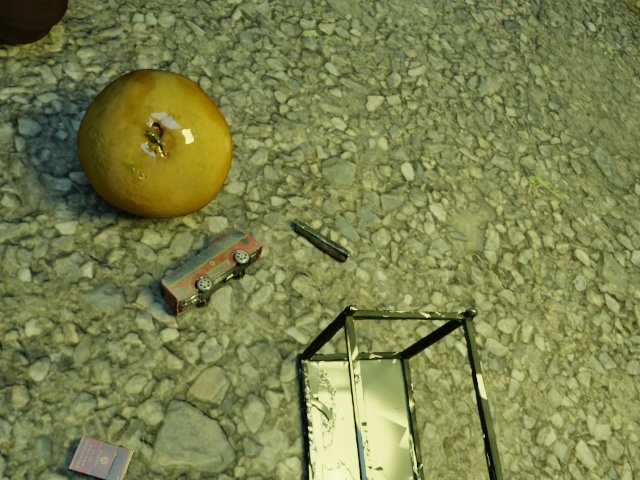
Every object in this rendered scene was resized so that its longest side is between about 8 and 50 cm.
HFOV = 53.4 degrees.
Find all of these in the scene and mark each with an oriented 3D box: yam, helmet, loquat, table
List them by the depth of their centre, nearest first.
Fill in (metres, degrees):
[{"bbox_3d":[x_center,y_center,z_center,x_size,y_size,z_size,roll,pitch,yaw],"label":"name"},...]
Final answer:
[{"bbox_3d":[0.114,0.300,0.991,0.222,0.272,0.334,4,63,-19],"label":"table"},{"bbox_3d":[-0.285,-0.163,1.114,0.263,0.263,0.263,9,61,-16],"label":"loquat"},{"bbox_3d":[-0.612,-0.488,1.189,0.305,0.177,0.225,30,52,5],"label":"helmet"},{"bbox_3d":[0.000,0.000,1.252,0.129,0.033,0.027,32,84,3],"label":"yam"}]

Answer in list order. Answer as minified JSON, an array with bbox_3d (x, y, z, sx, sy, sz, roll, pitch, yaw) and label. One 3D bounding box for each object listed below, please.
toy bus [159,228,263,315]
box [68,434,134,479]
[{"bbox_3d":[-0.192,0.053,1.130,0.077,0.065,0.192,44,57,14],"label":"toy bus"},{"bbox_3d":[-0.329,0.331,0.958,0.082,0.023,0.051,21,60,-9],"label":"box"}]
